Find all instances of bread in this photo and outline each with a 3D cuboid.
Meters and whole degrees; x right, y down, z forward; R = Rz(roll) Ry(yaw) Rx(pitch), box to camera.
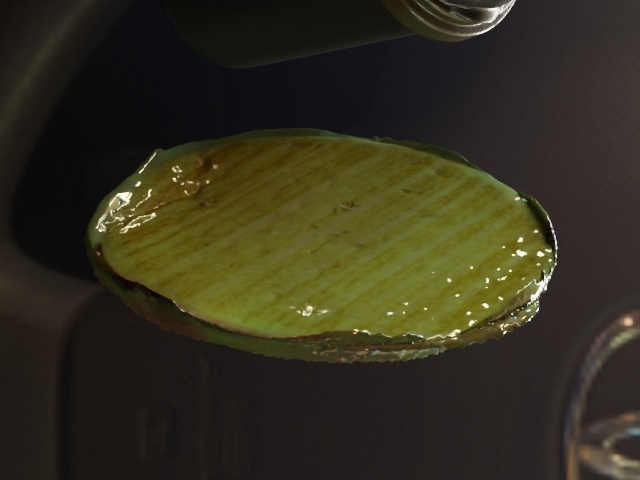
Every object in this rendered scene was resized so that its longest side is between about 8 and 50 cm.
[{"bbox_3d":[0.006,0.000,0.979,0.301,0.301,0.045,-37,136,-51],"label":"bread"}]

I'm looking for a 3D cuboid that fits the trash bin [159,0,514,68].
[{"bbox_3d":[0.041,-0.243,1.170,0.214,0.333,0.214,15,70,-48],"label":"trash bin"}]
